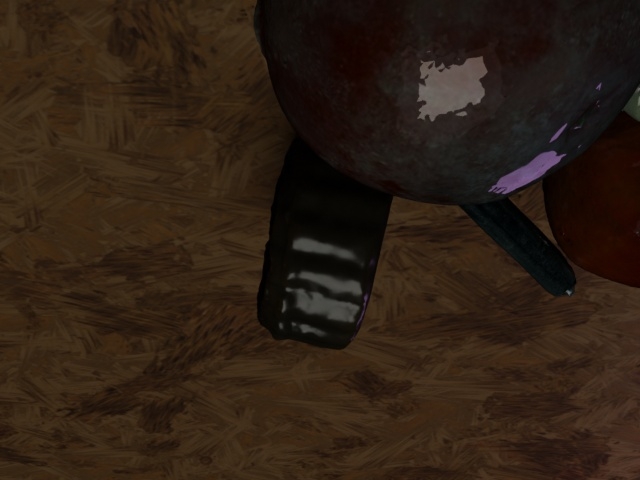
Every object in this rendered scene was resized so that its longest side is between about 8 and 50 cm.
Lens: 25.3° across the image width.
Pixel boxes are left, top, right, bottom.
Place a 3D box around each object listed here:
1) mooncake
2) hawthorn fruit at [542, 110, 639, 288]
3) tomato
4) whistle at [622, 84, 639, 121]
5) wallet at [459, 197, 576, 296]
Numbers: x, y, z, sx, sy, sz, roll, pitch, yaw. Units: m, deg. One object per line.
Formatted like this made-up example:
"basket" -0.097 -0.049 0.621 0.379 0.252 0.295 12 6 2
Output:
"mooncake" 0.000 0.000 1.513 0.124 0.228 0.228 14 145 -5
"hawthorn fruit" 0.329 -0.062 1.387 0.211 0.211 0.299 1 172 0
"tomato" 0.106 -0.182 1.091 0.316 0.282 0.317 -38 158 -19
"whistle" 0.269 -0.156 1.292 0.126 0.258 0.067 20 106 -48
"wallet" 0.115 -0.086 1.408 0.046 0.191 0.379 -43 132 10
